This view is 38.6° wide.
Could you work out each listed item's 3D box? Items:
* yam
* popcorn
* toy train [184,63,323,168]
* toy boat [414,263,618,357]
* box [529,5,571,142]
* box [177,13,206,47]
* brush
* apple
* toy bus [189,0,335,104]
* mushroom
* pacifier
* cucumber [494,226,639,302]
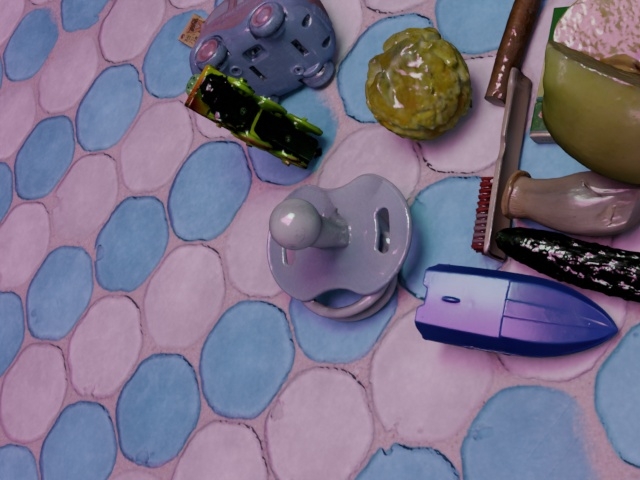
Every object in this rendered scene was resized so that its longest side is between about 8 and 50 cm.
[{"bbox_3d":[0.337,-0.357,1.562,0.046,0.046,0.263,13,82,38],"label":"yam"},{"bbox_3d":[0.174,-0.279,1.581,0.198,0.198,0.212,-24,36,27],"label":"popcorn"},{"bbox_3d":[-0.126,-0.226,1.689,0.161,0.296,0.100,31,93,47],"label":"toy train"},{"bbox_3d":[0.300,0.115,1.389,0.295,0.088,0.129,7,76,26],"label":"toy boat"},{"bbox_3d":[0.422,-0.270,1.474,0.132,0.034,0.235,6,76,36],"label":"box"},{"bbox_3d":[-0.259,-0.456,2.045,0.149,0.020,0.073,33,93,39],"label":"box"},{"bbox_3d":[0.296,-0.125,1.495,0.050,0.060,0.320,-2,71,47],"label":"brush"},{"bbox_3d":[0.446,-0.210,1.287,0.258,0.233,0.295,12,53,19],"label":"apple"},{"bbox_3d":[-0.115,-0.408,1.825,0.294,0.197,0.231,-26,49,26],"label":"toy bus"},{"bbox_3d":[0.390,-0.059,1.377,0.247,0.096,0.108,1,80,37],"label":"mushroom"},{"bbox_3d":[0.000,0.000,1.546,0.300,0.233,0.244,-9,70,34],"label":"pacifier"},{"bbox_3d":[0.395,0.035,1.350,0.304,0.081,0.072,15,58,41],"label":"cucumber"}]
